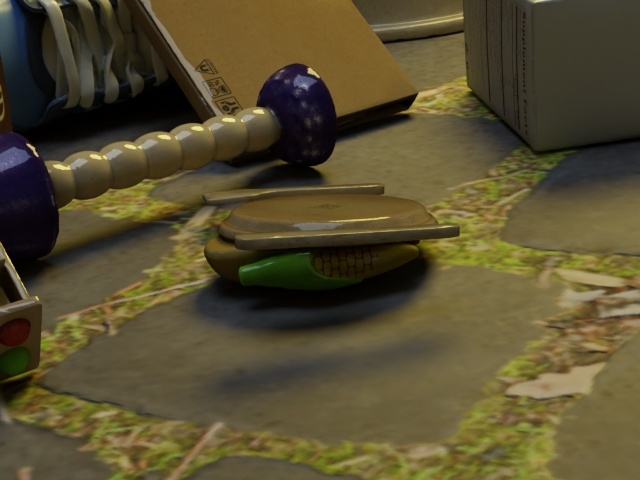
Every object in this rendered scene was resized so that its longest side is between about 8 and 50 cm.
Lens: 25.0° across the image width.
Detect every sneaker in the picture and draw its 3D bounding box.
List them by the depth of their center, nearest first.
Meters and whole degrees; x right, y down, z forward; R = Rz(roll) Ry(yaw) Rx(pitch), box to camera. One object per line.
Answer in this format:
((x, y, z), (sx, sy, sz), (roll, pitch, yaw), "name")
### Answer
((-0.131, -0.162, 1.111), (0.236, 0.130, 0.323), (-1, 16, 23), "sneaker")

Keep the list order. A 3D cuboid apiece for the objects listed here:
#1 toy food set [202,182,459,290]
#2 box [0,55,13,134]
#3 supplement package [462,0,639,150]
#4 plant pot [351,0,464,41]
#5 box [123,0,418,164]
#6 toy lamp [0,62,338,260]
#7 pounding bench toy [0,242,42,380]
((0.000, 0.000, 0.806), (0.132, 0.039, 0.192), (-3, 10, -9), "toy food set")
((-0.308, -0.059, 0.811), (0.143, 0.191, 0.381), (-2, 22, 9), "box")
((0.173, -0.142, 1.022), (0.105, 0.105, 0.179), (-8, 22, -8), "supplement package")
((0.042, -0.376, 1.382), (0.333, 0.306, 0.334), (-4, 21, 2), "plant pot")
((-0.045, -0.156, 1.062), (0.164, 0.021, 0.201), (-19, 63, -31), "box")
((-0.115, -0.046, 0.888), (0.274, 0.080, 0.080), (-18, 24, -33), "toy lamp")
((-0.170, 0.046, 0.703), (0.052, 0.083, 0.065), (-19, 56, -26), "pounding bench toy")
